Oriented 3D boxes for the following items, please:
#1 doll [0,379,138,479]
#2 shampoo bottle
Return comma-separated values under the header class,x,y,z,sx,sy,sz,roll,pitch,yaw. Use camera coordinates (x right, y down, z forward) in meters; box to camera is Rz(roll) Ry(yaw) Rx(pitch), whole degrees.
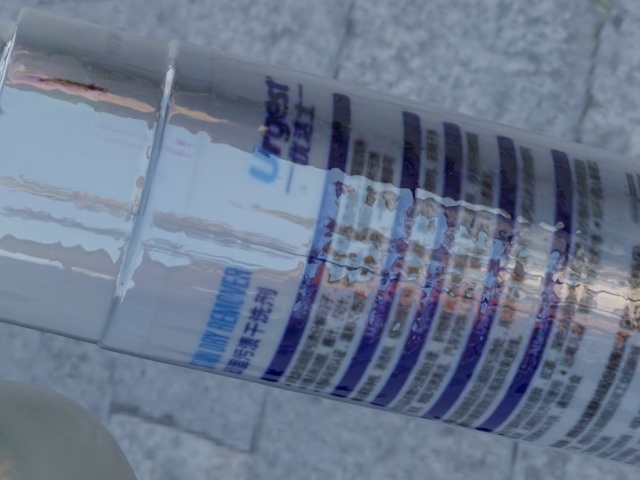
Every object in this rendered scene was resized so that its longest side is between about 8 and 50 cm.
class,x,y,z,sx,sy,sz,roll,pitch,yaw
doll,-0.121,0.236,0.893,0.226,0.370,0.215,-50,9,22
shampoo bottle,0.000,0.000,0.459,0.092,0.303,0.092,-167,90,-80
